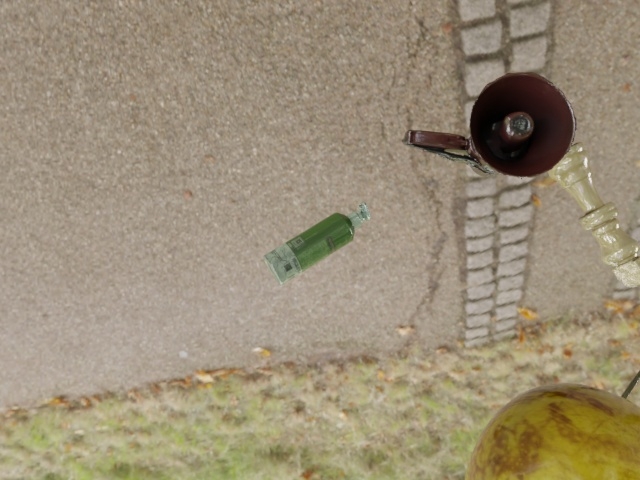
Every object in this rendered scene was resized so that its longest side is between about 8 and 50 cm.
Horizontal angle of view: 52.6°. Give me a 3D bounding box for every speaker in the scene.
[{"bbox_3d":[0.331,-0.187,1.331,0.259,0.198,0.329,-19,176,-5],"label":"speaker"}]

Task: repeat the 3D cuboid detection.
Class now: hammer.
[{"bbox_3d":[0.707,0.275,1.416,0.292,0.058,0.029,-42,164,-24],"label":"hammer"}]

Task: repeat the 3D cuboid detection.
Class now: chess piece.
[{"bbox_3d":[0.726,-0.060,1.682,0.117,0.397,0.117,-27,172,-4],"label":"chess piece"}]

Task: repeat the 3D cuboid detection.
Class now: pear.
[{"bbox_3d":[0.319,0.309,0.780,0.280,0.281,0.281,-13,145,-9],"label":"pear"}]

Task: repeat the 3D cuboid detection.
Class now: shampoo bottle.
[{"bbox_3d":[0.000,0.000,1.141,0.204,0.065,0.065,-31,147,-12],"label":"shampoo bottle"}]
